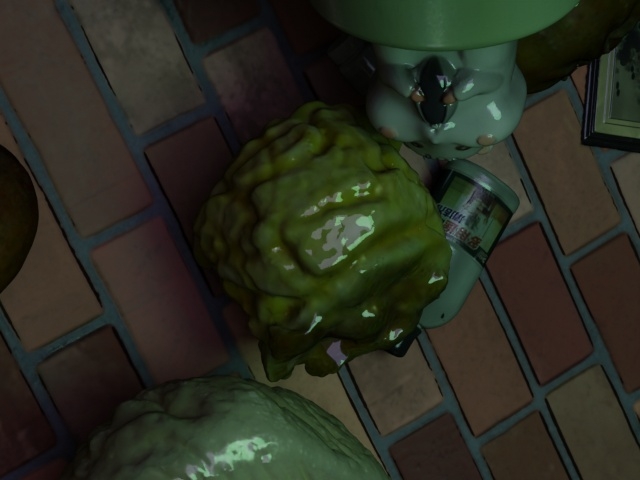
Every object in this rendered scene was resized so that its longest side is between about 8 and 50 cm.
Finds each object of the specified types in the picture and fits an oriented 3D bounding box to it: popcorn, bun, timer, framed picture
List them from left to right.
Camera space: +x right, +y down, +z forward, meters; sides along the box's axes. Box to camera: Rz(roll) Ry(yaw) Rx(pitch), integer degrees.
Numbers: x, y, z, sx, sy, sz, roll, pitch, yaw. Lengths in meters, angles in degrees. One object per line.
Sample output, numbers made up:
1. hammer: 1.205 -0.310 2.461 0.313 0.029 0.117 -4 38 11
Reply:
1. bun: -0.105 0.279 1.381 0.352 0.227 0.349 -28 125 -24
2. popcorn: 0.004 0.006 1.418 0.293 0.293 0.237 -30 64 -18
3. timer: 0.114 -0.209 1.286 0.291 0.291 0.315 -21 131 -20
4. framed picture: 0.406 -0.199 1.693 0.199 0.010 0.195 5 89 -21

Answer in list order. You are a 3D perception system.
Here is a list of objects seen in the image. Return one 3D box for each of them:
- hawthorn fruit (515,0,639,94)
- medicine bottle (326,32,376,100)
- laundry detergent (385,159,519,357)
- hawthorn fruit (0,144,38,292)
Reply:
1. hawthorn fruit: 0.207 -0.310 1.487 0.268 0.268 0.301 -26 89 -19
2. medicine bottle: 0.048 -0.187 1.535 0.083 0.047 0.047 46 75 -15
3. laundry detergent: 0.128 0.025 1.559 0.099 0.070 0.225 36 79 -26
4. hawthorn fruit: -0.386 -0.003 1.304 0.208 0.208 0.248 37 95 -18
